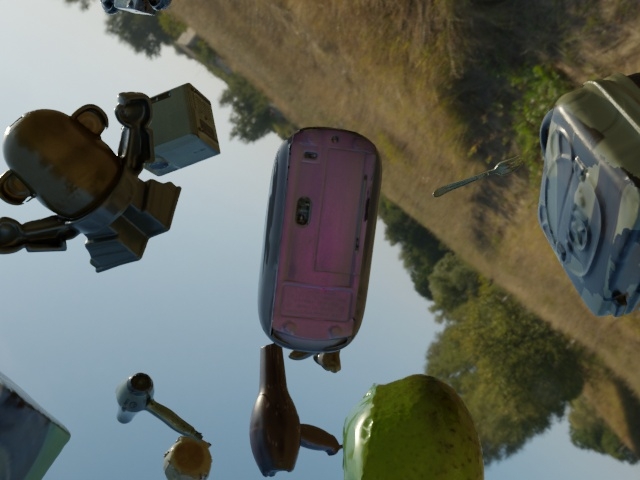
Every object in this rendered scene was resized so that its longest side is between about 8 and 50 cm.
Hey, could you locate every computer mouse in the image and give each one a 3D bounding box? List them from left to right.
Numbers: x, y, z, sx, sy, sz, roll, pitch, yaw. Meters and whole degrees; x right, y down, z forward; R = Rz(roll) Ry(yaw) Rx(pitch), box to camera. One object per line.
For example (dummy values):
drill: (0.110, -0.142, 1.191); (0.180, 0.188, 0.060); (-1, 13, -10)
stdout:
computer mouse: (0.000, 0.000, 0.745); (0.159, 0.310, 0.072); (6, -177, -7)

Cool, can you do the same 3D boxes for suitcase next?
suitcase: (0.472, -0.089, 0.852); (0.351, 0.194, 0.339); (70, -175, -51)

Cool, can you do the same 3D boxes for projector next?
projector: (-0.415, -0.296, 1.474); (0.163, 0.243, 0.177); (40, -144, -69)

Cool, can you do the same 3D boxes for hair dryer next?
hair dryer: (-0.409, 0.413, 1.276); (0.225, 0.219, 0.088); (49, -136, -16)
hair dryer: (-0.042, 0.457, 1.385); (0.341, 0.123, 0.312); (34, -139, -40)

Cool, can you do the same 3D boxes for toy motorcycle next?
toy motorcycle: (-0.263, -0.391, 0.770); (0.194, 0.124, 0.061); (18, -166, 40)

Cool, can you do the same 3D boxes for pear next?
pear: (0.145, 0.370, 0.846); (0.239, 0.317, 0.342); (12, 177, 4)

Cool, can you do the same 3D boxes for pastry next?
pastry: (-0.434, 0.725, 1.754); (0.166, 0.088, 0.165); (20, -145, -14)

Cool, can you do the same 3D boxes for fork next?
fork: (0.366, -0.148, 1.248); (0.028, 0.220, 0.034); (-95, -18, -63)

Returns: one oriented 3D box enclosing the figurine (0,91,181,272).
figurine: (-0.397, -0.098, 0.910); (0.167, 0.342, 0.285); (5, 149, 39)

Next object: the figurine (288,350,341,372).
figurine: (-0.041, 0.149, 1.159); (0.173, 0.247, 0.177); (6, 170, -6)

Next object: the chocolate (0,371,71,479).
chocolate: (-0.368, 0.212, 0.422); (0.137, 0.288, 0.300); (21, 149, 11)
